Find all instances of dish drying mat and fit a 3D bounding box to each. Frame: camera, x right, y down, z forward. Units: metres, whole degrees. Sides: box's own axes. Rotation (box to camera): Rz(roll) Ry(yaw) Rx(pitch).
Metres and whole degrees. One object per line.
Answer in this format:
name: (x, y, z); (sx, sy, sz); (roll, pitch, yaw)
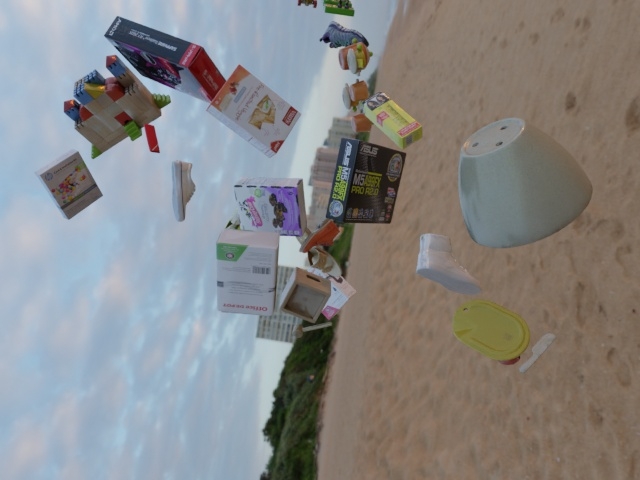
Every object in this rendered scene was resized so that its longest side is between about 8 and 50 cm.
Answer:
dish drying mat: (-0.456, -0.277, 1.336); (0.032, 0.008, 0.083); (-2, -109, -48)

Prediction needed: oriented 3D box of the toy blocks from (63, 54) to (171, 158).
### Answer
toy blocks: (-0.795, -0.508, 1.836); (0.261, 0.381, 0.190); (50, -166, -48)

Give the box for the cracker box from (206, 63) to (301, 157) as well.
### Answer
cracker box: (-0.192, -0.376, 1.449); (0.155, 0.232, 0.067); (-61, 20, -17)

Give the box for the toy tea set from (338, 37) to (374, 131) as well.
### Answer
toy tea set: (0.157, -0.571, 1.824); (0.200, 0.124, 0.336); (-116, 15, -51)

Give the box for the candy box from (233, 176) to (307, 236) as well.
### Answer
candy box: (-0.147, -0.100, 1.470); (0.070, 0.196, 0.164); (-66, -25, -57)

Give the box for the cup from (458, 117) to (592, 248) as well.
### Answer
cup: (0.496, -0.176, 1.290); (0.237, 0.331, 0.331); (55, -155, -24)

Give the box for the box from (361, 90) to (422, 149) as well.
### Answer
box: (0.238, -0.406, 1.655); (0.232, 0.087, 0.058); (53, 170, 33)

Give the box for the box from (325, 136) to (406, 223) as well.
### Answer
box: (0.132, -0.157, 1.362); (0.270, 0.060, 0.216); (-1, -74, -55)

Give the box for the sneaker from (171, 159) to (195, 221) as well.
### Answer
sneaker: (-0.563, -0.206, 2.044); (0.094, 0.091, 0.258); (-2, 89, 63)

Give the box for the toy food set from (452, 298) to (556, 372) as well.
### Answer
toy food set: (0.417, 0.229, 1.157); (0.128, 0.218, 0.071); (-48, -38, -16)

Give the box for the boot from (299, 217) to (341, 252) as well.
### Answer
boot: (0.000, 0.000, 1.672); (0.158, 0.084, 0.059); (-44, 8, -10)

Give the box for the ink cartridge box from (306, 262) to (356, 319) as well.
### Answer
ink cartridge box: (0.025, 0.226, 2.337); (0.172, 0.237, 0.100); (-51, -12, 31)

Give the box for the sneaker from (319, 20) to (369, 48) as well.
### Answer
sneaker: (0.096, -0.796, 1.979); (0.098, 0.224, 0.083); (-52, -35, 2)

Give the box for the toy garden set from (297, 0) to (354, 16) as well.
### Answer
toy garden set: (0.012, -0.904, 1.810); (0.244, 0.204, 0.049); (-99, 16, -46)

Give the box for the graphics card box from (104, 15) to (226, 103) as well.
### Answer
graphics card box: (-0.508, -0.598, 1.654); (0.094, 0.371, 0.233); (-61, -19, -8)

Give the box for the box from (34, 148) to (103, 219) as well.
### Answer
box: (-0.816, -0.182, 1.611); (0.145, 0.038, 0.186); (-47, -37, -33)

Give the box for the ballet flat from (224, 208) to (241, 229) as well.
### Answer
ballet flat: (-0.388, -0.077, 2.244); (0.231, 0.077, 0.077); (-51, -11, 34)

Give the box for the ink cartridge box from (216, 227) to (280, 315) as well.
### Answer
ink cartridge box: (-0.198, 0.088, 1.347); (0.092, 0.160, 0.219); (-87, 4, -61)

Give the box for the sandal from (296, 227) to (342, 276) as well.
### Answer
sandal: (-0.024, 0.062, 1.766); (0.088, 0.240, 0.079); (-26, 18, 43)

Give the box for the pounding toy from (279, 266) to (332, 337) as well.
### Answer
pounding toy: (-0.041, 0.215, 1.611); (0.094, 0.181, 0.206); (-89, 25, -62)

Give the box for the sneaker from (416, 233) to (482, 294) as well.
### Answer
sneaker: (0.455, 0.075, 1.709); (0.108, 0.292, 0.169); (-25, 47, 47)
